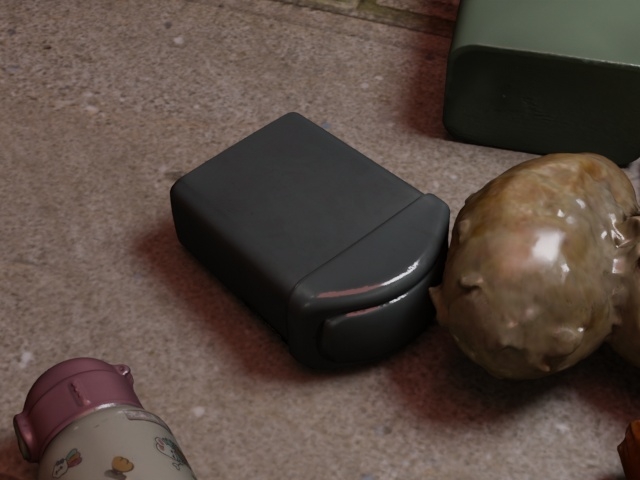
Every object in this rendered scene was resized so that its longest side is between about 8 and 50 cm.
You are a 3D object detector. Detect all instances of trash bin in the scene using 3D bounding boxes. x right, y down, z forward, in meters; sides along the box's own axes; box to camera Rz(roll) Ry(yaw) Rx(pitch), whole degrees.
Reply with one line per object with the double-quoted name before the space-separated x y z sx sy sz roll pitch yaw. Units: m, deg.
"trash bin" 0.000 0.000 0.969 0.177 0.101 0.236 -36 55 -25
"trash bin" 0.254 -0.258 1.152 0.223 0.158 0.343 10 50 10

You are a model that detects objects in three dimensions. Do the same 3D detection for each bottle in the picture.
"bottle" -0.143 0.185 0.797 0.110 0.110 0.233 -24 53 -19

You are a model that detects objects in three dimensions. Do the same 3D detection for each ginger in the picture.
"ginger" 0.256 0.033 0.891 0.304 0.155 0.244 12 34 19

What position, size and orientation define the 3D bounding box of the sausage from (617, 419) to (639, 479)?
"sausage" 0.336 0.248 0.743 0.094 0.097 0.348 -30 55 -14
